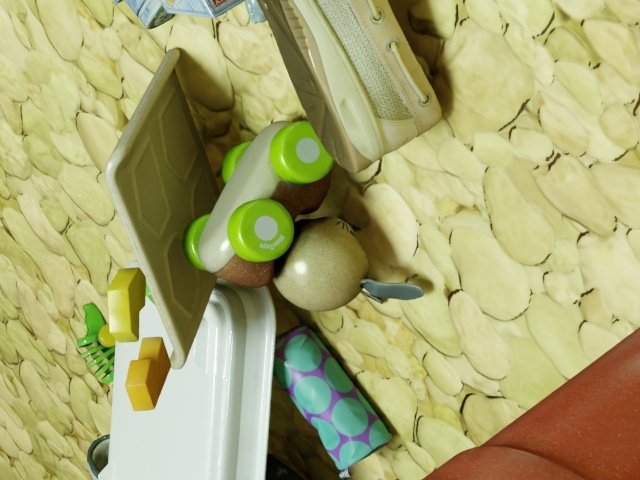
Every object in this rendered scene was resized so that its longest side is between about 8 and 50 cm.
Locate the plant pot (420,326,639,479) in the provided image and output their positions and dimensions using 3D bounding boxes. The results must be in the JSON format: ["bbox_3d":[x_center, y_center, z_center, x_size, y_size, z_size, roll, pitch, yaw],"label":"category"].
[{"bbox_3d":[0.217,0.201,1.026,0.272,0.265,0.272,35,145,28],"label":"plant pot"}]

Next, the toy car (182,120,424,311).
[{"bbox_3d":[0.000,0.000,1.292,0.188,0.149,0.155,32,165,-17],"label":"toy car"}]

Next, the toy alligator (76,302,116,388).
[{"bbox_3d":[-0.248,0.165,1.834,0.189,0.051,0.056,55,150,-3],"label":"toy alligator"}]

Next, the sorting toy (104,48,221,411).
[{"bbox_3d":[-0.147,-0.004,1.317,0.041,0.307,0.229,-5,122,14],"label":"sorting toy"}]

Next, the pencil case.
[{"bbox_3d":[0.002,0.156,1.471,0.151,0.064,0.070,54,133,0],"label":"pencil case"}]

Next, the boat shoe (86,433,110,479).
[{"bbox_3d":[-0.205,0.311,1.865,0.302,0.114,0.091,2,128,52],"label":"boat shoe"}]

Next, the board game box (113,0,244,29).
[{"bbox_3d":[-0.144,-0.254,1.259,0.194,0.060,0.194,54,150,1],"label":"board game box"}]

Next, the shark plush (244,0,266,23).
[{"bbox_3d":[-0.045,-0.247,1.121,0.073,0.067,0.161,29,142,36],"label":"shark plush"}]

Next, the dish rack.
[{"bbox_3d":[-0.152,0.183,1.534,0.285,0.072,0.332,15,102,57],"label":"dish rack"}]

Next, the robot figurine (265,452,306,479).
[{"bbox_3d":[-0.049,0.346,1.636,0.278,0.173,0.209,32,171,33],"label":"robot figurine"}]

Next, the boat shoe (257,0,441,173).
[{"bbox_3d":[0.004,-0.198,1.081,0.302,0.098,0.109,66,169,-24],"label":"boat shoe"}]
